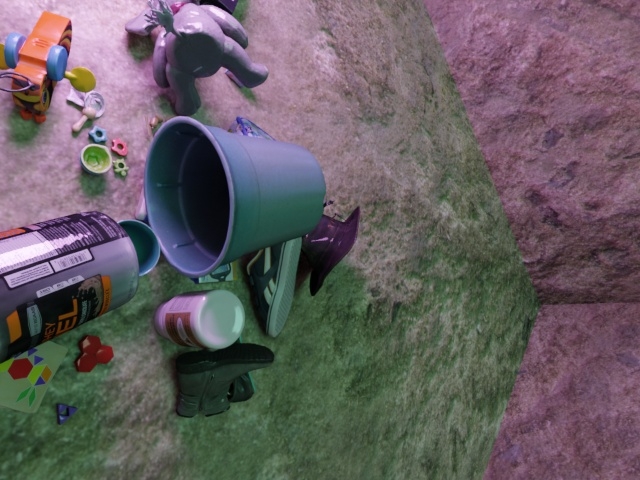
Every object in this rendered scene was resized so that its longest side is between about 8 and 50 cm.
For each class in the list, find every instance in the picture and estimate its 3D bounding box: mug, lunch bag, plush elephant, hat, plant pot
[{"bbox_3d":[-0.453,0.011,0.997,0.129,0.097,0.158,-19,95,-45],"label":"mug"},{"bbox_3d":[-0.238,-0.514,1.326,0.071,0.083,0.053,41,56,-34],"label":"lunch bag"},{"bbox_3d":[-0.173,-0.264,1.293,0.219,0.090,0.176,32,19,-37],"label":"lunch bag"},{"bbox_3d":[-0.338,-0.535,1.120,0.330,0.271,0.255,50,17,-57],"label":"plush elephant"},{"bbox_3d":[0.000,0.000,1.353,0.134,0.331,0.331,32,57,-8],"label":"hat"},{"bbox_3d":[-0.185,-0.110,1.049,0.334,0.341,0.341,-12,91,-49],"label":"plant pot"}]

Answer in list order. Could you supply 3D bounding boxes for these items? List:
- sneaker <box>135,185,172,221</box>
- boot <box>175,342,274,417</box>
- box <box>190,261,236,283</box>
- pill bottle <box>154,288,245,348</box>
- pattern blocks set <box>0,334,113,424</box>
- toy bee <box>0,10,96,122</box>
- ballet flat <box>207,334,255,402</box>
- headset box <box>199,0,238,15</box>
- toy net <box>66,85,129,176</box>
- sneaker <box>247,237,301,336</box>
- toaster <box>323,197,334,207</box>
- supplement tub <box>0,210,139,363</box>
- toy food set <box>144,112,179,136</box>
[{"bbox_3d":[-0.402,-0.115,1.098,0.084,0.058,0.152,20,73,-36],"label":"sneaker"},{"bbox_3d":[-0.238,0.353,1.095,0.246,0.083,0.161,-4,107,-13],"label":"boot"},{"bbox_3d":[-0.295,0.075,1.195,0.136,0.028,0.081,-1,82,-47],"label":"box"},{"bbox_3d":[-0.295,0.185,1.029,0.131,0.229,0.131,10,75,-44],"label":"pill bottle"},{"bbox_3d":[-0.596,0.244,0.837,0.325,0.026,0.285,52,50,-36],"label":"pattern blocks set"},{"bbox_3d":[-0.600,-0.340,0.904,0.195,0.162,0.298,28,44,-4],"label":"toy bee"},{"bbox_3d":[-0.247,0.302,1.159,0.096,0.095,0.281,-15,93,-31],"label":"ballet flat"},{"bbox_3d":[-0.359,-0.790,1.222,0.283,0.131,0.246,31,61,-37],"label":"headset box"},{"bbox_3d":[-0.516,-0.266,1.022,0.122,0.045,0.232,-9,89,-46],"label":"toy net"},{"bbox_3d":[-0.145,0.119,1.283,0.126,0.127,0.321,-24,127,-71],"label":"sneaker"},{"bbox_3d":[-0.087,-0.110,1.341,0.185,0.168,0.110,-39,109,-42],"label":"toaster"},{"bbox_3d":[-0.516,0.081,0.765,0.338,0.207,0.207,-30,104,-54],"label":"supplement tub"},{"bbox_3d":[-0.411,-0.296,1.157,0.122,0.019,0.078,-10,90,-54],"label":"toy food set"}]
